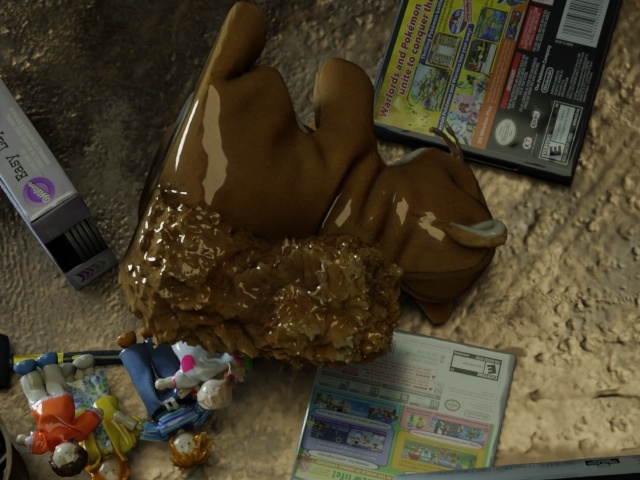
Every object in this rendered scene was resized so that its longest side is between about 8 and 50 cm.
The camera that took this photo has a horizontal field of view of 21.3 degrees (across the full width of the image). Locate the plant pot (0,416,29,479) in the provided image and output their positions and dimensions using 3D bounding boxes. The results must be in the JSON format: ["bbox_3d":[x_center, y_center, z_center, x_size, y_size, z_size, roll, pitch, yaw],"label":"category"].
[{"bbox_3d":[-0.390,0.251,1.807,0.167,0.165,0.167,-1,71,4],"label":"plant pot"}]

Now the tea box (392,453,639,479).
[{"bbox_3d":[0.236,0.351,1.608,0.329,0.323,0.220,-6,98,3],"label":"tea box"}]

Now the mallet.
[{"bbox_3d":[-0.296,0.124,1.911,0.190,0.039,0.062,-9,75,-2],"label":"mallet"}]

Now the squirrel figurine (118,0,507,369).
[{"bbox_3d":[0.000,0.000,1.794,0.370,0.281,0.397,24,47,-10],"label":"squirrel figurine"}]

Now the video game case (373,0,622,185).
[{"bbox_3d":[0.206,-0.222,1.978,0.248,0.035,0.275,15,75,9],"label":"video game case"}]

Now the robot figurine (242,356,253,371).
[{"bbox_3d":[-0.096,0.087,1.885,0.101,0.067,0.115,-3,71,11],"label":"robot figurine"}]

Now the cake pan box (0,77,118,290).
[{"bbox_3d":[-0.331,-0.086,1.871,0.070,0.246,0.267,-34,72,-6],"label":"cake pan box"}]

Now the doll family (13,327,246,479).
[{"bbox_3d":[-0.194,0.181,1.837,0.263,0.118,0.163,-24,66,-2],"label":"doll family"}]

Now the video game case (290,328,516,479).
[{"bbox_3d":[0.091,0.195,1.857,0.212,0.023,0.193,12,73,8],"label":"video game case"}]
